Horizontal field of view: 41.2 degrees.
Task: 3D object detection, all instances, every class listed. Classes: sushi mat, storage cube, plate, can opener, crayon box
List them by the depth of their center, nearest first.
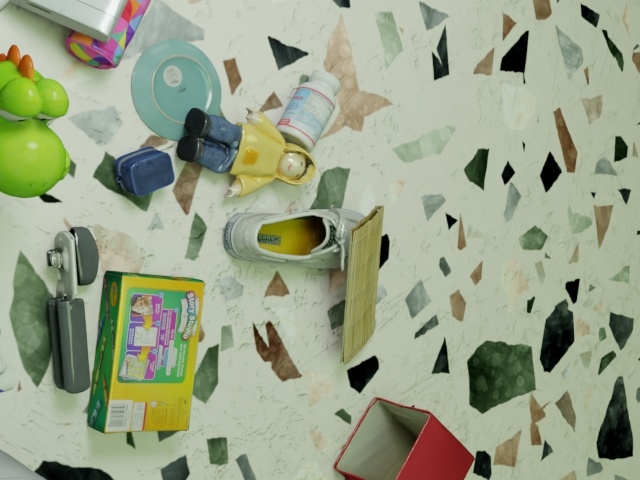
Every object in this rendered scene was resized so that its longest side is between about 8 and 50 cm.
[{"bbox_3d":[-0.415,0.117,1.446,0.093,0.074,0.280,-2,94,-39],"label":"can opener"},{"bbox_3d":[-0.310,0.199,1.526,0.165,0.081,0.278,8,87,-38],"label":"crayon box"},{"bbox_3d":[-0.260,-0.279,1.580,0.188,0.024,0.188,-3,95,-37],"label":"plate"},{"bbox_3d":[0.087,0.095,1.779,0.151,0.019,0.316,-39,138,-55],"label":"sushi mat"},{"bbox_3d":[0.183,0.486,1.859,0.193,0.184,0.215,47,64,-31],"label":"storage cube"}]

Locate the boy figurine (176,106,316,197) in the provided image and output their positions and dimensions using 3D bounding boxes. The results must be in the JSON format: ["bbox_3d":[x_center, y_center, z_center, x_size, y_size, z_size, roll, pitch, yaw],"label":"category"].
[{"bbox_3d":[-0.134,-0.159,1.633,0.285,0.092,0.177,16,97,-38],"label":"boy figurine"}]

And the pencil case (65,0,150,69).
[{"bbox_3d":[-0.343,-0.405,1.465,0.104,0.104,0.236,36,72,-33],"label":"pencil case"}]

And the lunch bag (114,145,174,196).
[{"bbox_3d":[-0.318,-0.123,1.517,0.098,0.065,0.067,-25,122,-36],"label":"lunch bag"}]

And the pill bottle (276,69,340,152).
[{"bbox_3d":[-0.022,-0.262,1.725,0.087,0.087,0.160,39,69,-32],"label":"pill bottle"}]

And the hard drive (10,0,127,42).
[{"bbox_3d":[-0.388,-0.528,1.397,0.233,0.047,0.352,23,77,-8],"label":"hard drive"}]

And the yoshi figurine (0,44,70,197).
[{"bbox_3d":[-0.466,-0.142,1.213,0.203,0.362,0.203,-47,119,-27],"label":"yoshi figurine"}]

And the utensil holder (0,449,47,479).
[{"bbox_3d":[-0.510,0.453,1.192,0.328,0.386,0.327,-2,93,-39],"label":"utensil holder"}]

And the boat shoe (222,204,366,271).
[{"bbox_3d":[-0.001,-0.009,1.709,0.367,0.156,0.135,4,90,-37],"label":"boat shoe"}]

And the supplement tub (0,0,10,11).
[{"bbox_3d":[-0.562,-0.376,1.149,0.236,0.325,0.235,-2,93,-38],"label":"supplement tub"}]

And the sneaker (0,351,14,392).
[{"bbox_3d":[-0.560,0.221,1.235,0.236,0.130,0.322,17,45,-32],"label":"sneaker"}]
